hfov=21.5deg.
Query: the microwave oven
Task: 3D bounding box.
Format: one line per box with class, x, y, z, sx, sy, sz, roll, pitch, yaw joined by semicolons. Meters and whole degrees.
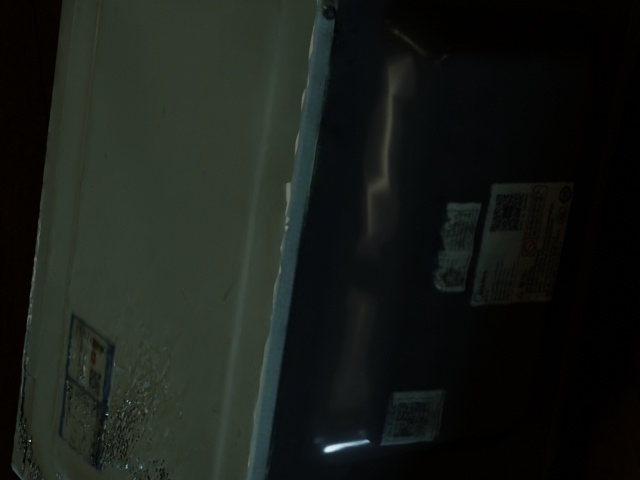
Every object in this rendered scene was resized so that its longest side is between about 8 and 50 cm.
microwave oven;0.000;0.000;0.734;0.237;0.181;0.295;28;114;51
